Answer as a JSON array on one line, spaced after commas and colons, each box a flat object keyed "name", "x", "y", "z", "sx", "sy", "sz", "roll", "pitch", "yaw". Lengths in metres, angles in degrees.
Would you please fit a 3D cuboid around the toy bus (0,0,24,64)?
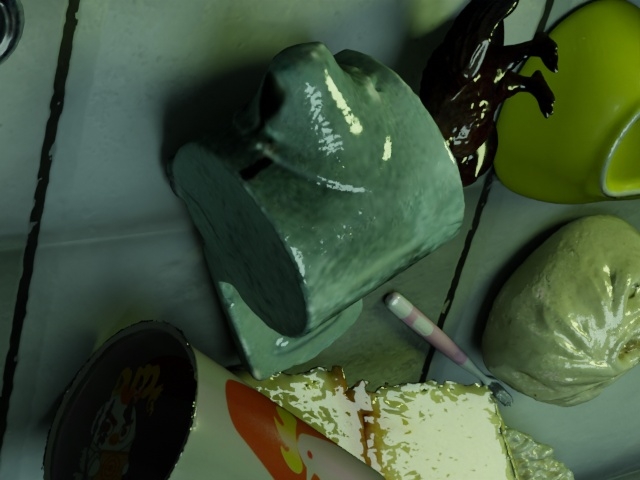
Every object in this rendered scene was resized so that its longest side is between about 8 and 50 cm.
[{"name": "toy bus", "x": -0.267, "y": -0.284, "z": 0.928, "sx": 0.233, "sy": 0.203, "sz": 0.427, "roll": 5, "pitch": 119, "yaw": -37}]

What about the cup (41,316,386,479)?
[{"name": "cup", "x": -0.076, "y": 0.214, "z": 1.470, "sx": 0.288, "sy": 0.203, "sz": 0.203, "roll": 32, "pitch": 100, "yaw": -37}]

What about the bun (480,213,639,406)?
[{"name": "bun", "x": 0.289, "y": 0.089, "z": 1.762, "sx": 0.231, "sy": 0.133, "sz": 0.231, "roll": -23, "pitch": 135, "yaw": -26}]

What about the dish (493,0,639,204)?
[{"name": "dish", "x": 0.304, "y": -0.110, "z": 1.622, "sx": 0.262, "sy": 0.108, "sz": 0.221, "roll": 6, "pitch": 120, "yaw": -42}]

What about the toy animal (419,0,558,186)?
[{"name": "toy animal", "x": 0.119, "y": -0.130, "z": 1.445, "sx": 0.179, "sy": 0.116, "sz": 0.218, "roll": -28, "pitch": 150, "yaw": -19}]

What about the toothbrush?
[{"name": "toothbrush", "x": 0.142, "y": 0.119, "z": 1.746, "sx": 0.020, "sy": 0.025, "sz": 0.286, "roll": -46, "pitch": 139, "yaw": 3}]

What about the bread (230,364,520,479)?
[{"name": "bread", "x": 0.080, "y": 0.320, "z": 1.664, "sx": 0.346, "sy": 0.242, "sz": 0.405, "roll": -11, "pitch": 138, "yaw": -11}]

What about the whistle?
[{"name": "whistle", "x": -0.020, "y": -0.017, "z": 1.415, "sx": 0.168, "sy": 0.188, "sz": 0.405, "roll": -33, "pitch": 172, "yaw": -21}]

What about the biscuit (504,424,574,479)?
[{"name": "biscuit", "x": 0.191, "y": 0.285, "z": 1.886, "sx": 0.179, "sy": 0.084, "sz": 0.281, "roll": -41, "pitch": 138, "yaw": 3}]
